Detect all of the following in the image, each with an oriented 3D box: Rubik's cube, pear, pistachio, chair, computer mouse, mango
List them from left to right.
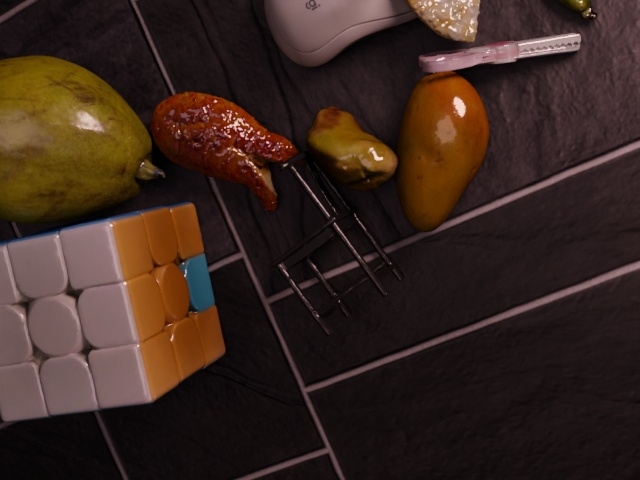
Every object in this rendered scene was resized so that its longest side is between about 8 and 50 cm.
[{"bbox_3d":[-0.440,-0.160,1.425,0.375,0.287,0.287,15,102,0],"label":"pear"},{"bbox_3d":[-0.366,0.108,1.417,0.290,0.292,0.291,-11,95,18],"label":"Rubik's cube"},{"bbox_3d":[0.000,0.000,1.363,0.141,0.154,0.260,-37,87,18],"label":"chair"},{"bbox_3d":[0.041,-0.136,1.339,0.100,0.110,0.189,-36,51,-18],"label":"pistachio"},{"bbox_3d":[0.042,-0.395,1.316,0.297,0.121,0.184,-21,89,20],"label":"computer mouse"},{"bbox_3d":[0.185,-0.134,1.306,0.138,0.113,0.253,14,106,20],"label":"mango"}]

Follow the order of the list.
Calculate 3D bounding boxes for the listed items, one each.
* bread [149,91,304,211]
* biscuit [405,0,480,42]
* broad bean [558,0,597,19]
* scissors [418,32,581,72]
[{"bbox_3d":[-0.164,-0.160,1.424,0.269,0.095,0.139,30,112,7],"label":"bread"},{"bbox_3d":[0.188,-0.424,1.261,0.188,0.040,0.265,-18,98,-21],"label":"biscuit"},{"bbox_3d":[0.351,-0.420,1.251,0.070,0.048,0.213,-29,87,18],"label":"broad bean"},{"bbox_3d":[0.270,-0.284,1.278,0.242,0.118,0.030,-6,108,5],"label":"scissors"}]
